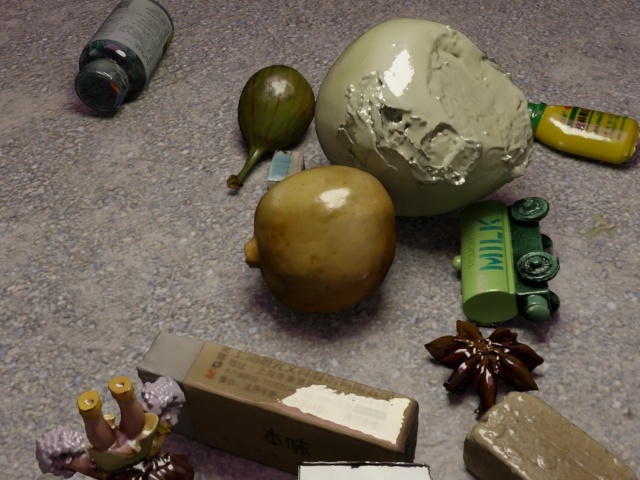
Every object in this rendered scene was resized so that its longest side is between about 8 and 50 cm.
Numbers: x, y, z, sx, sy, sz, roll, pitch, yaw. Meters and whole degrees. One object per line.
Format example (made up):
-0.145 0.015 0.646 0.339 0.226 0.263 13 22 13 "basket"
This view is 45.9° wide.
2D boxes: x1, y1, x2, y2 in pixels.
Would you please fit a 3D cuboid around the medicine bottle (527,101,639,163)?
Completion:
0.438 -0.218 1.429 0.309 0.076 0.111 16 45 20 "medicine bottle"

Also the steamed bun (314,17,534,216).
0.141 -0.160 1.200 0.334 0.312 0.233 36 62 -7 "steamed bun"

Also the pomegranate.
0.007 -0.002 1.117 0.233 0.233 0.233 -1 43 1 "pomegranate"

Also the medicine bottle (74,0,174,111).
-0.416 -0.391 1.595 0.141 0.141 0.293 5 43 8 "medicine bottle"

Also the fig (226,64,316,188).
-0.093 -0.195 1.405 0.151 0.151 0.259 7 69 10 "fig"

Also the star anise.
0.227 0.163 1.045 0.168 0.057 0.168 -1 45 1 "star anise"

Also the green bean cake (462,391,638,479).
0.270 0.273 0.907 0.109 0.085 0.179 -31 52 -26 "green bean cake"

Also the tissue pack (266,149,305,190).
-0.059 -0.106 1.330 0.058 0.074 0.094 0 41 6 "tissue pack"

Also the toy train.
0.281 0.028 1.163 0.157 0.105 0.253 -7 40 14 "toy train"

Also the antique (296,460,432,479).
0.043 0.334 0.805 0.152 0.148 0.147 0 44 1 "antique"

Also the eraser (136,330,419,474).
-0.053 0.217 0.938 0.343 0.144 0.078 12 47 16 "eraser"

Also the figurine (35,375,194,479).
-0.213 0.250 0.842 0.174 0.240 0.116 -21 27 -21 "figurine"
